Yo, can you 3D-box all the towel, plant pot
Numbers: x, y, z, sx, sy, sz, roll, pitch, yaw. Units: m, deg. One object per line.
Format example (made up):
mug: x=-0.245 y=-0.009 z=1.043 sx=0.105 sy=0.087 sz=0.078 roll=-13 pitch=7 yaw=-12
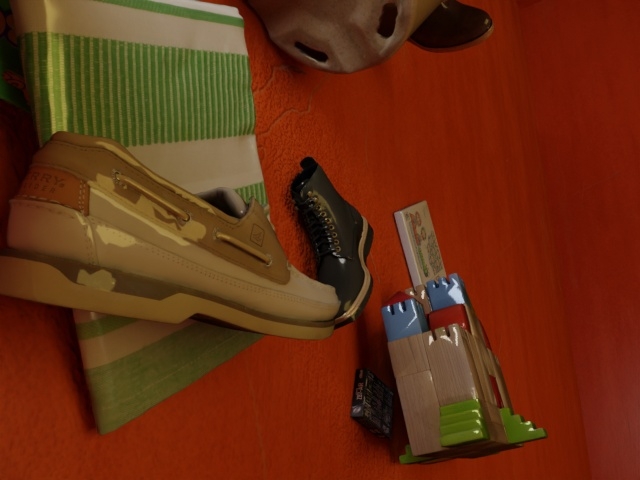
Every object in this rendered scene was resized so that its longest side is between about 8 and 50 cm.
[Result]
towel: x=-0.125 y=-0.044 z=0.494 sx=0.248 sy=0.038 sz=0.325 roll=-23 pitch=108 yaw=-59
plant pot: x=0.062 y=-0.394 z=0.752 sx=0.334 sy=0.334 sz=0.305 roll=55 pitch=47 yaw=-33

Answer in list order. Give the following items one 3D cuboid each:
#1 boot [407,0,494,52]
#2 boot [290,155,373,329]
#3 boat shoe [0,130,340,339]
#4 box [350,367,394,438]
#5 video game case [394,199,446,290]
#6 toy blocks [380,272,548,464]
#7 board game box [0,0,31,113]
boot: x=0.159 y=-0.421 z=0.963 sx=0.090 sy=0.248 sz=0.207 roll=-62 pitch=150 yaw=-17
boot: x=0.000 y=0.000 z=0.705 sx=0.137 sy=0.077 sz=0.198 roll=52 pitch=24 yaw=-28
boat shoe: x=-0.074 y=0.012 z=0.430 sx=0.302 sy=0.113 sz=0.103 roll=22 pitch=75 yaw=-57
box: x=0.072 y=0.219 z=0.776 sx=0.083 sy=0.018 sz=0.067 roll=47 pitch=41 yaw=-40
video game case: x=0.185 y=0.012 z=1.051 sx=0.143 sy=0.019 sz=0.157 roll=-23 pitch=98 yaw=-60
toy blocks: x=0.193 y=0.176 z=0.853 sx=0.381 sy=0.190 sz=0.261 roll=36 pitch=38 yaw=-57
board game box: x=-0.213 y=-0.209 z=0.451 sx=0.124 sy=0.039 sz=0.259 roll=29 pitch=52 yaw=-53
